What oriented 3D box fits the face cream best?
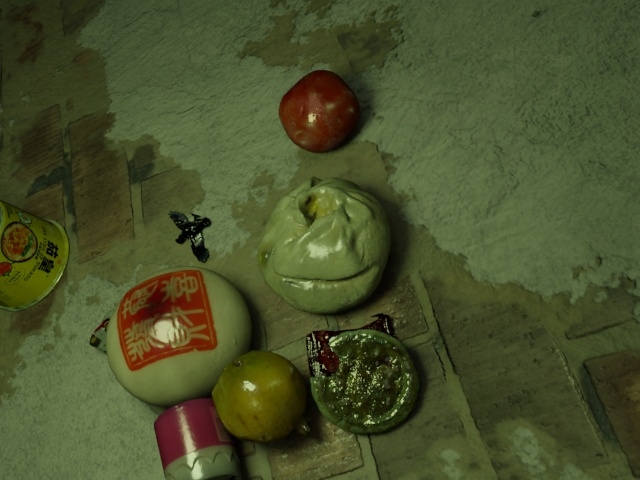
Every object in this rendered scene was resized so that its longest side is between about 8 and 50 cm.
[{"bbox_3d":[-0.288,0.496,1.583,0.175,0.175,0.194,-29,58,6],"label":"face cream"}]

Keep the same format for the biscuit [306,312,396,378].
[{"bbox_3d":[0.076,0.268,1.618,0.236,0.063,0.151,-14,73,10],"label":"biscuit"}]

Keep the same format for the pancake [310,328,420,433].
[{"bbox_3d":[0.106,0.326,1.548,0.254,0.037,0.253,-1,82,8],"label":"pancake"}]

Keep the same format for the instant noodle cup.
[{"bbox_3d":[-0.980,0.025,2.049,0.326,0.254,0.325,-9,63,19],"label":"instant noodle cup"}]

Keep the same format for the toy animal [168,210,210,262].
[{"bbox_3d":[-0.375,-0.028,1.955,0.108,0.062,0.220,-51,58,14],"label":"toy animal"}]

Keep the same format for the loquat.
[{"bbox_3d":[-0.123,0.376,1.569,0.246,0.213,0.213,33,80,13],"label":"loquat"}]

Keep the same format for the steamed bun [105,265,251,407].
[{"bbox_3d":[-0.364,0.220,1.687,0.375,0.241,0.374,-6,51,8],"label":"steamed bun"}]

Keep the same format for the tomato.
[{"bbox_3d":[-0.004,-0.362,1.887,0.232,0.188,0.231,-9,65,19],"label":"tomato"}]

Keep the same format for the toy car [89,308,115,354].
[{"bbox_3d":[-0.571,0.245,1.872,0.139,0.112,0.112,-28,42,21],"label":"toy car"}]

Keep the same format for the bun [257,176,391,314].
[{"bbox_3d":[0.000,0.000,1.690,0.366,0.219,0.364,-11,62,21],"label":"bun"}]
